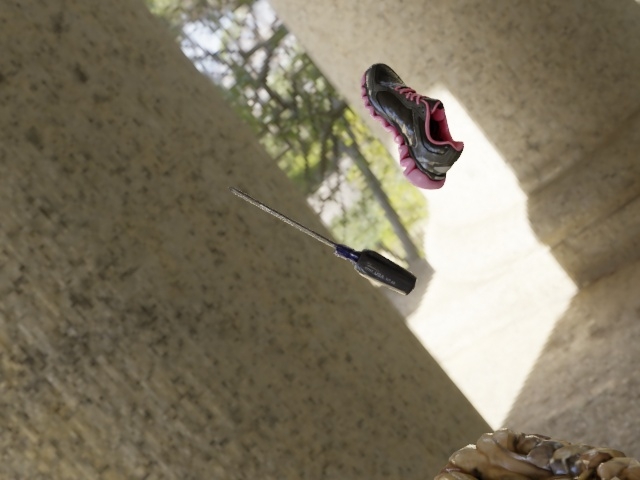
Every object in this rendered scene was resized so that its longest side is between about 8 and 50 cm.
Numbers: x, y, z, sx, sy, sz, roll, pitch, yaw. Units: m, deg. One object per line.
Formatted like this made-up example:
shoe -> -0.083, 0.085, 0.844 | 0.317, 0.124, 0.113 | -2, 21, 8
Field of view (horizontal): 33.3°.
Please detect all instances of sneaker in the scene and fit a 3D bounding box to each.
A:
sneaker -> 0.075, -0.100, 0.840 | 0.047, 0.119, 0.057 | -11, -28, -38

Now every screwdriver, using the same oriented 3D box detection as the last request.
screwdriver -> 0.000, 0.000, 0.866 | 0.025, 0.170, 0.024 | 111, -174, -53

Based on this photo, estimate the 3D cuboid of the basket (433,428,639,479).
basket -> 0.130, 0.212, 0.295 | 0.213, 0.223, 0.299 | -49, 23, 2
